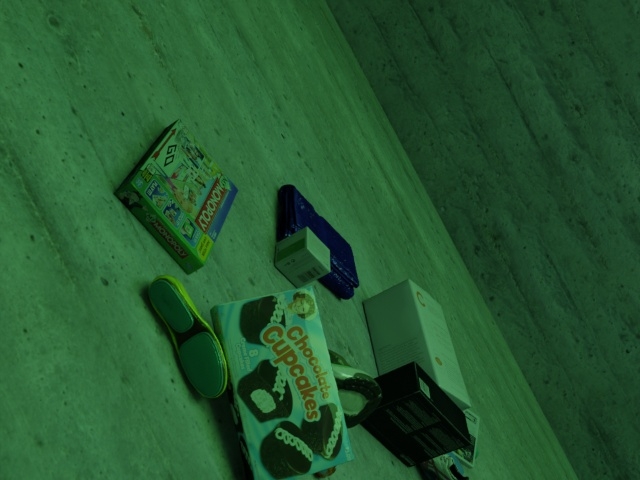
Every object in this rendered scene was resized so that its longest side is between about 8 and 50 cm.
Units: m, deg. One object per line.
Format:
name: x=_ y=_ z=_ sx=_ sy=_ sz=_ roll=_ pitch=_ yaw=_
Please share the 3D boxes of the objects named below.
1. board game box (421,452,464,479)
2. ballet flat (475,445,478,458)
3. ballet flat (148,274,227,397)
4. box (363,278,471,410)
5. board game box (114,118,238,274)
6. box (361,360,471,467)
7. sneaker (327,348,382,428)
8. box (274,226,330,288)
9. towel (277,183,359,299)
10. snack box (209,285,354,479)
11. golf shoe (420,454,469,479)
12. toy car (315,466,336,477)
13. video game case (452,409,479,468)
board game box: x=0.322 y=0.626 z=1.843 sx=0.133 sy=0.033 sz=0.169 roll=44 pitch=28 yaw=11
ballet flat: x=0.412 y=0.562 z=2.071 sx=0.087 sy=0.083 sz=0.247 roll=10 pitch=51 yaw=-46
ballet flat: x=-0.222 y=0.161 z=1.167 sx=0.230 sy=0.077 sz=0.077 roll=61 pitch=5 yaw=3
box: x=0.274 y=0.323 z=1.930 sx=0.215 sy=0.168 sz=0.345 roll=38 pitch=32 yaw=-44
board game box: x=-0.282 y=-0.100 z=1.378 sx=0.213 sy=0.046 sz=0.317 roll=51 pitch=24 yaw=-22
box: x=0.228 y=0.438 z=1.668 sx=0.261 sy=0.184 sz=0.103 roll=48 pitch=23 yaw=-31
sneaker: x=-0.054 y=0.257 z=1.398 sx=0.410 sy=0.158 sz=0.182 roll=41 pitch=-2 yaw=-38
box: x=-0.043 y=0.042 z=1.654 sx=0.102 sy=0.101 sz=0.087 roll=48 pitch=25 yaw=-31
towel: x=0.000 y=0.000 z=1.837 sx=0.308 sy=0.076 sz=0.227 roll=45 pitch=28 yaw=-35
snack box: x=-0.069 y=0.255 z=1.192 sx=0.187 sy=0.060 sz=0.321 roll=-10 pitch=80 yaw=-25
golf shoe: x=0.315 y=0.583 z=1.770 sx=0.186 sy=0.086 sz=0.067 roll=47 pitch=29 yaw=19
toy car: x=-0.018 y=0.433 z=1.356 sx=0.040 sy=0.060 sz=0.122 roll=-40 pitch=82 yaw=-25
video game case: x=0.393 y=0.555 z=1.991 sx=0.190 sy=0.022 sz=0.173 roll=38 pitch=44 yaw=-16
